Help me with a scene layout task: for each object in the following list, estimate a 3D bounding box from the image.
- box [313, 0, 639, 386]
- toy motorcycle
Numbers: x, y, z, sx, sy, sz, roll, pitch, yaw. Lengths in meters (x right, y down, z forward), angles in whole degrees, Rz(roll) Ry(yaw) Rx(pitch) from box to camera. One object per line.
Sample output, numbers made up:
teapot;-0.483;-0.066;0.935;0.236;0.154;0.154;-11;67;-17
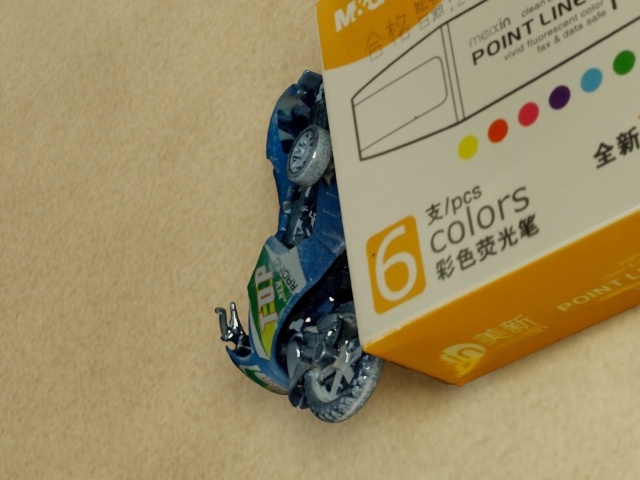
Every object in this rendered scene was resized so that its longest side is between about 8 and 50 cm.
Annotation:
box;0.128;-0.074;0.938;0.274;0.091;0.221;-30;53;32
toy motorcycle;0.000;0.000;1.086;0.135;0.092;0.254;-39;38;47
